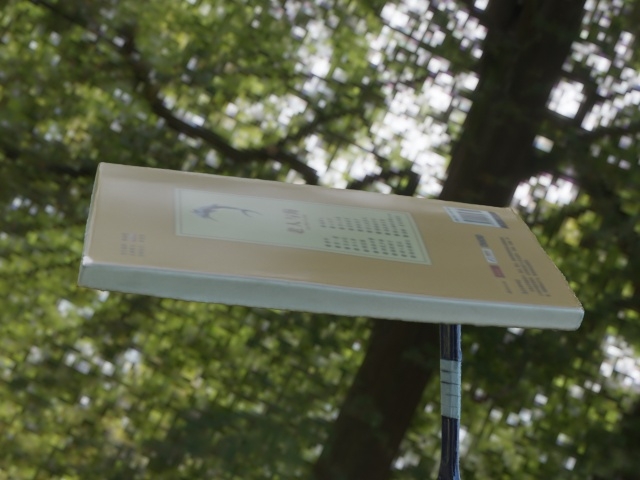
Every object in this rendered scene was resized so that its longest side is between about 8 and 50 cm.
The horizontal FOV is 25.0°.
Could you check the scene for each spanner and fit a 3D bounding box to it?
[{"bbox_3d":[0.147,0.200,1.681,0.024,0.315,0.087,4,-11,-21],"label":"spanner"}]

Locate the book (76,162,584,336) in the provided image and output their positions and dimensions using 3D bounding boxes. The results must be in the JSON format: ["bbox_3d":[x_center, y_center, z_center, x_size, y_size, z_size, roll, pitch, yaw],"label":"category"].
[{"bbox_3d":[0.000,0.000,1.199,0.389,0.032,0.269,6,19,-7],"label":"book"}]
